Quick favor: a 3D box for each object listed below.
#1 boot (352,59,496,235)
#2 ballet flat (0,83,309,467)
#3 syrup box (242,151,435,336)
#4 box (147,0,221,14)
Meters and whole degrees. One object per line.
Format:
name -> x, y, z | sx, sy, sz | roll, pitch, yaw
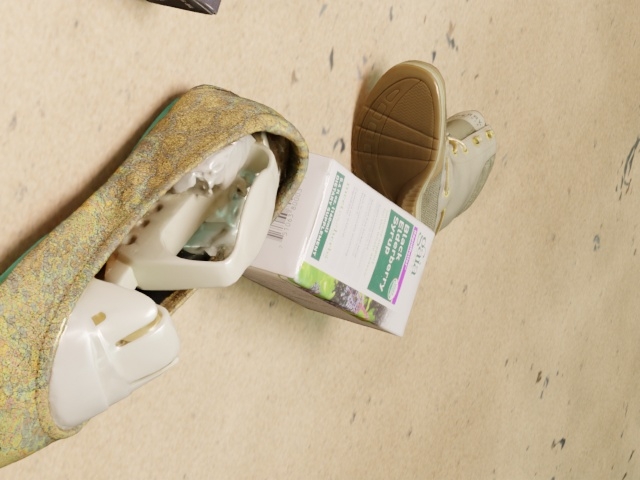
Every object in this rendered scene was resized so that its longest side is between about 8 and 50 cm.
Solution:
boot -> 0.097, -0.084, 1.574 | 0.165, 0.077, 0.213 | -43, 146, -48
ballet flat -> -0.117, 0.026, 1.148 | 0.348, 0.123, 0.123 | -53, 148, -38
syrup box -> 0.000, 0.000, 1.398 | 0.237, 0.096, 0.093 | 31, 76, -64
box -> -0.104, -0.257, 1.071 | 0.231, 0.056, 0.183 | 28, 77, -65
